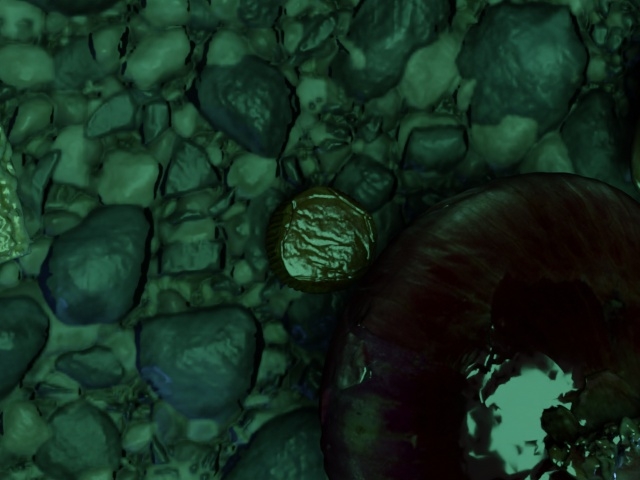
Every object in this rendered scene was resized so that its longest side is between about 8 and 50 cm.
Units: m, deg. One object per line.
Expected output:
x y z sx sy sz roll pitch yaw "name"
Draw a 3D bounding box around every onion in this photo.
0.176 0.128 1.373 0.347 0.285 0.347 -4 99 -22 "onion"

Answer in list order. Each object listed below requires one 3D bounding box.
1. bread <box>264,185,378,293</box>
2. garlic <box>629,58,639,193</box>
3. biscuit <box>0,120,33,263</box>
0.000 0.000 1.434 0.085 0.053 0.085 1 86 -13 "bread"
0.324 -0.096 1.405 0.191 0.160 0.214 -16 84 -14 "garlic"
-0.333 -0.016 1.361 0.239 0.062 0.108 -13 98 -10 "biscuit"
